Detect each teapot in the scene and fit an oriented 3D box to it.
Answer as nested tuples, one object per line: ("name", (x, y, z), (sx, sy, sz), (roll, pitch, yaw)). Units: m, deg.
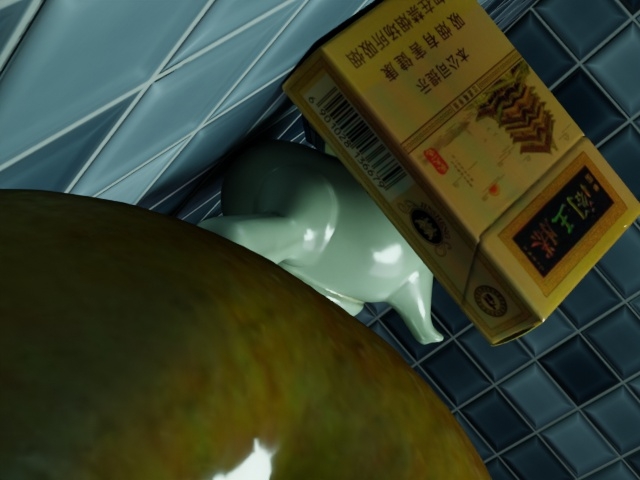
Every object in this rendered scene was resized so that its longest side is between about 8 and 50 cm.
("teapot", (-0.030, -0.013, 1.129), (0.318, 0.220, 0.149), (21, 92, -46))

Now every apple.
("apple", (-0.103, 0.173, 0.414), (0.400, 0.400, 0.333), (-40, 175, -38))

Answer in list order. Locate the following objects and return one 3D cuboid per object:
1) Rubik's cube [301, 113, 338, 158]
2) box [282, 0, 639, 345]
("Rubik's cube", (0.034, -0.117, 1.117), (0.111, 0.093, 0.111), (-42, 177, -2))
("box", (0.121, -0.075, 1.033), (0.174, 0.274, 0.076), (-40, -178, -35))
